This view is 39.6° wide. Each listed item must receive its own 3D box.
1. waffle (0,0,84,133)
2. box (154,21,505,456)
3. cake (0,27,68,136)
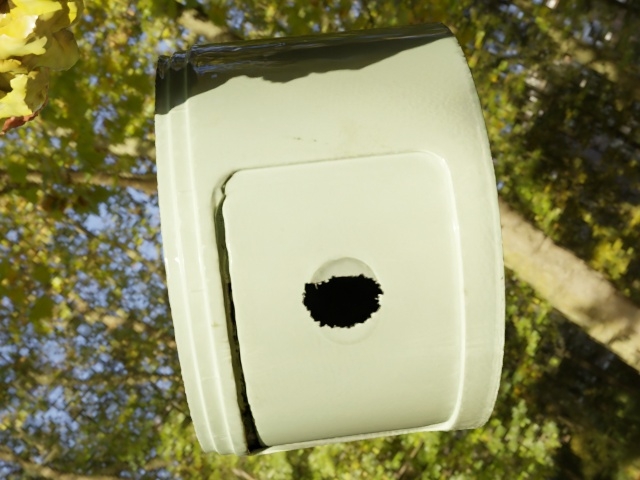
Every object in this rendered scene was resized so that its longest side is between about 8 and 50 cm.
[{"bbox_3d":[-0.199,-0.091,0.272,0.254,0.245,0.052,133,140,-65],"label":"waffle"},{"bbox_3d":[0.000,0.000,0.496,0.226,0.150,0.226,173,90,-87],"label":"box"},{"bbox_3d":[-0.246,-0.182,0.522,0.177,0.150,0.283,-7,-31,-41],"label":"cake"}]
